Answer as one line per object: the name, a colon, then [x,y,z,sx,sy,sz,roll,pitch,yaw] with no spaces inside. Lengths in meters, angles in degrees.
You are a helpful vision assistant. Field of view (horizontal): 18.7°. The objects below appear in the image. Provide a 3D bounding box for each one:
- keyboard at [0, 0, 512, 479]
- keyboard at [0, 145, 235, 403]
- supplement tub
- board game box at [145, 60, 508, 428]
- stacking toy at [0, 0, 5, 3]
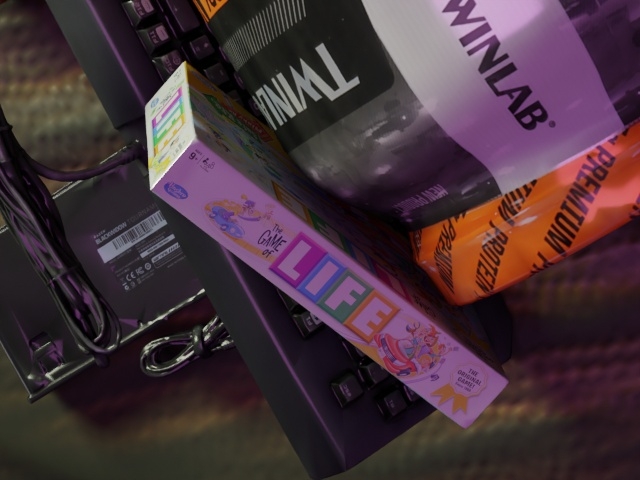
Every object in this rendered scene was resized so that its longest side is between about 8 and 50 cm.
keyboard: [-0.057,-0.048,0.806,0.201,0.033,0.317,-31,94,-26]
keyboard: [-0.072,0.011,0.891,0.180,0.023,0.108,-31,85,18]
supplement tub: [0.030,-0.159,0.738,0.207,0.207,0.338,-32,91,17]
board game box: [0.000,0.000,0.754,0.154,0.103,0.026,38,102,-18]
stacking toy: [-0.213,-0.251,0.834,0.141,0.141,0.330,-25,101,17]
